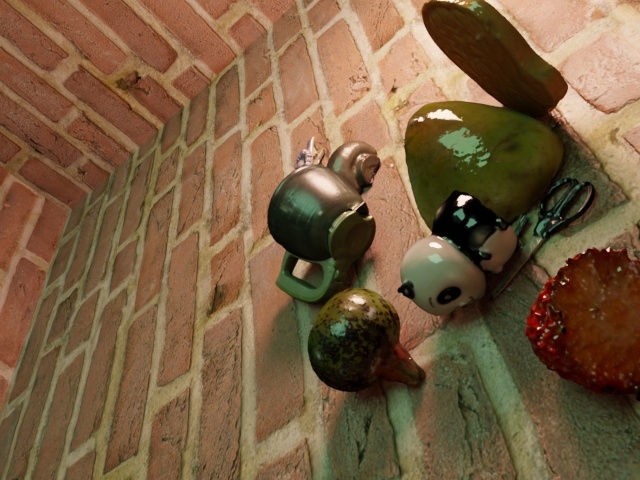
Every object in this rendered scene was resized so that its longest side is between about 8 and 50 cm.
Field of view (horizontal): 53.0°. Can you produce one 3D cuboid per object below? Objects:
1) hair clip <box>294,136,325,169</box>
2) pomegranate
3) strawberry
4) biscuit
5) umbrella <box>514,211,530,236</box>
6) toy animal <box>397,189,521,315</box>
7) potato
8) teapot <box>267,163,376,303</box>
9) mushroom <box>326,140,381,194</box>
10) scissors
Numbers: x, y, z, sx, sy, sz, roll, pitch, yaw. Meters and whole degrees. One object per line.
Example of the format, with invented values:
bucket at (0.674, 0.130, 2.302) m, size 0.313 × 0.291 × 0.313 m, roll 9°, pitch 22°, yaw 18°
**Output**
hair clip at (-0.043, -0.194, 1.990) m, size 0.106 × 0.084 × 0.292 m, roll -39°, pitch 33°, yaw 49°
pomegranate at (0.096, 0.220, 1.295) m, size 0.247 × 0.214 × 0.214 m, roll 31°, pitch 79°, yaw 20°
strawberry at (0.422, 0.136, 1.009) m, size 0.234 × 0.233 × 0.178 m, roll -61°, pitch 5°, yaw -18°
biscuit at (0.365, -0.401, 1.414) m, size 0.062 × 0.365 × 0.385 m, roll -48°, pitch 5°, yaw 6°
umbrella at (0.402, -0.023, 1.300) m, size 0.031 × 0.020 × 0.083 m, roll 99°, pitch -164°, yaw -85°
toy animal at (0.261, 0.037, 1.247) m, size 0.165 × 0.187 × 0.235 m, roll 35°, pitch 89°, yaw 37°
potato at (0.343, -0.192, 1.376) m, size 0.280 × 0.212 × 0.331 m, roll -3°, pitch 56°, yaw 50°
teapot at (-0.008, -0.016, 1.607) m, size 0.322 × 0.239 × 0.239 m, roll -48°, pitch 45°, yaw -7°
mushroom at (0.079, -0.206, 1.821) m, size 0.141 × 0.117 × 0.188 m, roll -17°, pitch 47°, yaw 57°
scissors at (0.421, 0.000, 1.256) m, size 0.300 × 0.022 × 0.109 m, roll -51°, pitch 28°, yaw -2°
